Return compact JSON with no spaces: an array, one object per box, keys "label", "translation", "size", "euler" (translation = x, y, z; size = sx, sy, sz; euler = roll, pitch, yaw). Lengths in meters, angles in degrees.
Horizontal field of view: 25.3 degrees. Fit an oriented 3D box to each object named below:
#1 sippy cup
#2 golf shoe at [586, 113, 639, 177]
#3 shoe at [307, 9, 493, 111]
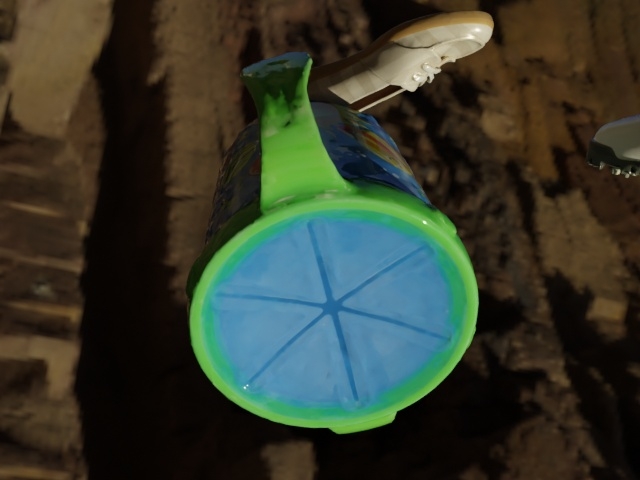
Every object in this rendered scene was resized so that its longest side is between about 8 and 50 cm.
[{"label":"sippy cup","translation":[0.000,0.000,1.214],"size":[0.224,0.240,0.305],"euler":[-100,-148,-54]},{"label":"golf shoe","translation":[0.355,-0.118,1.213],"size":[0.272,0.105,0.120],"euler":[-8,-83,30]},{"label":"shoe","translation":[0.062,-0.149,1.289],"size":[0.219,0.076,0.058],"euler":[-18,-101,31]}]
